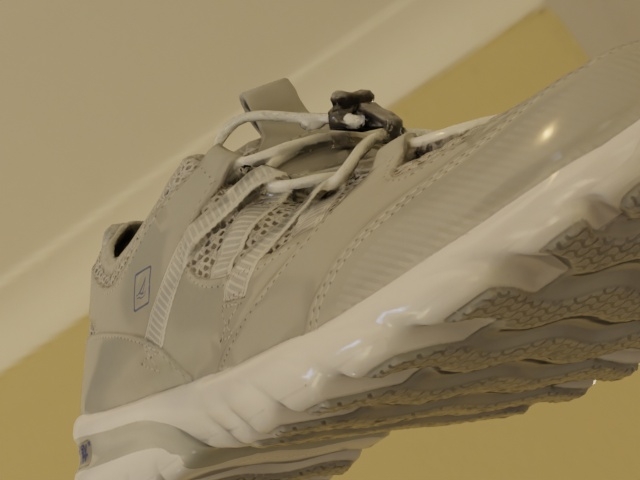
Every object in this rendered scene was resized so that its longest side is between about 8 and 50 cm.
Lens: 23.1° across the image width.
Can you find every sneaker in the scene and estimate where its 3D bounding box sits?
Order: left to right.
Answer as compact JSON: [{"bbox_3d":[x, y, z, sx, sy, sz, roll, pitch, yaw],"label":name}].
[{"bbox_3d":[0.000,0.000,0.434,0.105,0.115,0.281,1,-19,-39],"label":"sneaker"}]
